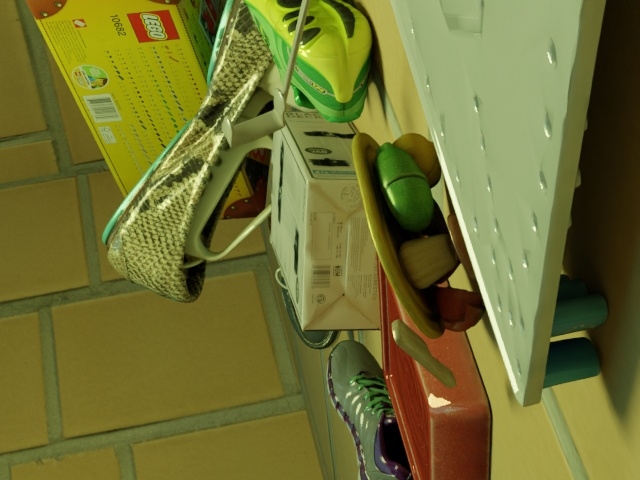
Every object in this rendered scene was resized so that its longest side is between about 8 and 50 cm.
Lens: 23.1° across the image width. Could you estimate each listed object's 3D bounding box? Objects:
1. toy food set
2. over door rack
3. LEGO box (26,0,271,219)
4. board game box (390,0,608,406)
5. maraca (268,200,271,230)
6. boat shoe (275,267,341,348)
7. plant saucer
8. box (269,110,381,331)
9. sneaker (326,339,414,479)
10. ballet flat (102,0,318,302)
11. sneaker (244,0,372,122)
[{"bbox_3d":[0.089,-0.001,1.179,0.128,0.071,0.218,48,-156,-50],"label":"toy food set"},{"bbox_3d":[-0.037,-0.274,1.325,0.239,0.108,0.324,65,149,24],"label":"over door rack"},{"bbox_3d":[-0.204,-0.314,2.098,0.500,0.193,0.372,71,-160,-54],"label":"LEGO box"},{"bbox_3d":[0.090,-0.170,0.834,0.390,0.050,0.390,86,172,-55],"label":"board game box"},{"bbox_3d":[0.000,0.000,1.928,0.185,0.099,0.127,60,141,18],"label":"maraca"},{"bbox_3d":[-0.013,0.033,2.200,0.079,0.095,0.254,-59,-32,-81],"label":"boat shoe"},{"bbox_3d":[0.097,0.132,1.422,0.259,0.048,0.258,84,173,-48],"label":"plant saucer"},{"bbox_3d":[0.005,-0.029,1.708,0.290,0.087,0.169,-117,28,-70],"label":"box"},{"bbox_3d":[0.073,0.194,1.778,0.098,0.083,0.223,118,141,-48],"label":"sneaker"},{"bbox_3d":[-0.087,-0.137,1.884,0.482,0.182,0.164,-61,-13,12],"label":"ballet flat"},{"bbox_3d":[-0.016,-0.201,1.610,0.295,0.109,0.123,-112,16,-63],"label":"sneaker"}]
